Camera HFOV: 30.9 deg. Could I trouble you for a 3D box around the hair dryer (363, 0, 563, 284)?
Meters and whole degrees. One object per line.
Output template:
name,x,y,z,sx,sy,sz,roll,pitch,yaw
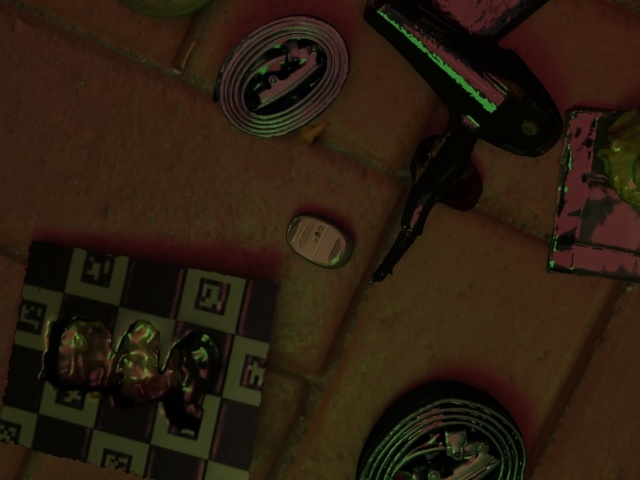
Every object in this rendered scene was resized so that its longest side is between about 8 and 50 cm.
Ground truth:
hair dryer,0.127,-0.114,1.462,0.304,0.120,0.359,33,78,-20

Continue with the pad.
pad,0.401,-0.059,1.557,0.174,0.022,0.233,7,100,3

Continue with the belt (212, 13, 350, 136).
belt,-0.051,-0.218,1.541,0.190,0.082,0.141,-34,97,8

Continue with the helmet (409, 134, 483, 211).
helmet,0.158,-0.082,1.555,0.111,0.057,0.089,47,57,-7

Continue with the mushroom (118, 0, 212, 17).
mushroom,-0.209,-0.381,1.463,0.207,0.215,0.207,5,111,13

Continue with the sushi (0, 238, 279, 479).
sushi,-0.241,0.173,1.619,0.373,0.100,0.296,9,90,14

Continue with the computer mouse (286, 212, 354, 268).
computer mouse,0.001,0.000,1.592,0.096,0.039,0.066,28,99,8

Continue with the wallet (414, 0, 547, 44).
wallet,0.244,-0.377,1.509,0.321,0.044,0.170,-38,103,13

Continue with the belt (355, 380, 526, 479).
belt,0.156,0.320,1.587,0.206,0.116,0.267,44,97,-7

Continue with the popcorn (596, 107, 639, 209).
popcorn,0.428,-0.104,1.481,0.141,0.162,0.135,50,139,18
